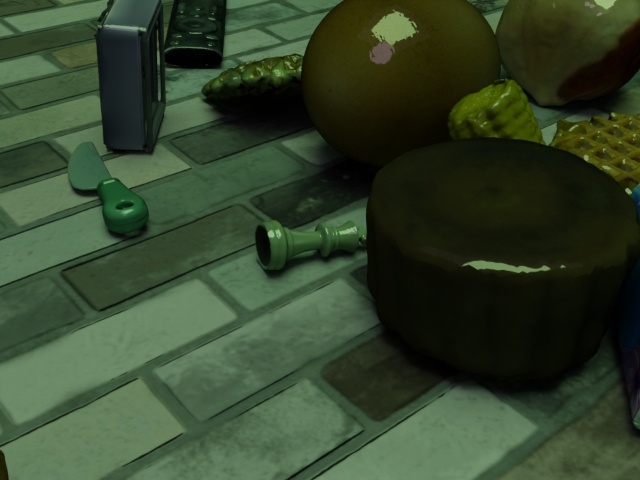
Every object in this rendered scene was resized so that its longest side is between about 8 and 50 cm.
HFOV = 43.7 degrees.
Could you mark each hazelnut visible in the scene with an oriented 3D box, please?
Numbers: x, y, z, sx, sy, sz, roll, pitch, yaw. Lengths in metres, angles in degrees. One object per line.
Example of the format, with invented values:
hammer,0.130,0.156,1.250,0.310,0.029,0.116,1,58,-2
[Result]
hazelnut,0.427,-0.339,1.353,0.261,0.241,0.261,18,9,-3

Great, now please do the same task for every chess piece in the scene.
chess piece,0.000,0.000,0.952,0.149,0.059,0.059,-6,36,-22

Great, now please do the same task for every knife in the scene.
knife,-0.294,-0.076,1.055,0.063,0.035,0.260,-22,36,-22

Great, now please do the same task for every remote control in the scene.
remote control,-0.237,-0.426,1.539,0.107,0.044,0.378,-3,35,-3

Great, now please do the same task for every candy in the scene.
candy,0.242,-0.096,1.003,0.106,0.199,0.094,-37,16,-21

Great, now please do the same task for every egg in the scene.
egg,0.119,-0.235,1.122,0.250,0.250,0.322,32,42,34

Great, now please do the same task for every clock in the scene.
clock,-0.268,-0.239,1.142,0.073,0.193,0.145,4,36,-4

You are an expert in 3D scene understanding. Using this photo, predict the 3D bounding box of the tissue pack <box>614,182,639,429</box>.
tissue pack,0.414,0.070,0.810,0.198,0.146,0.263,9,35,6

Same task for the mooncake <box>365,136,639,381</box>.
mooncake,0.187,0.012,0.858,0.290,0.161,0.290,1,34,-1

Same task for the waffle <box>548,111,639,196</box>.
waffle,0.457,-0.119,1.168,0.245,0.052,0.254,9,36,10

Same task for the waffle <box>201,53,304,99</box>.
waffle,-0.071,-0.262,1.253,0.223,0.054,0.204,-18,17,-28

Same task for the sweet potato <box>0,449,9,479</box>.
sweet potato,-0.249,0.238,0.600,0.044,0.044,0.179,-3,43,-10
